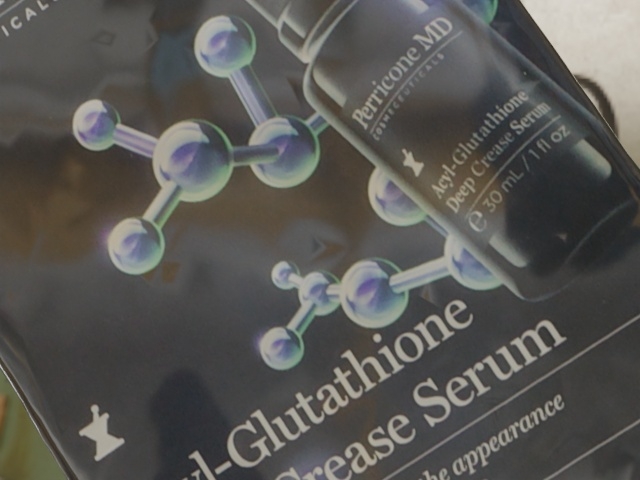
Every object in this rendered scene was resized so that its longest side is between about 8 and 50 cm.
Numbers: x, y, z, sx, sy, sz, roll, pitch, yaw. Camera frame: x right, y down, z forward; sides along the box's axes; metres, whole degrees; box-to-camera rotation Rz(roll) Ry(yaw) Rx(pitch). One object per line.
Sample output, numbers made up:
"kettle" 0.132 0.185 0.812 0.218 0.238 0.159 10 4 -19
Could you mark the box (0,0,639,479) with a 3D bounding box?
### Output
"box" 0.000 0.000 0.663 0.293 0.395 0.212 -35 172 7
